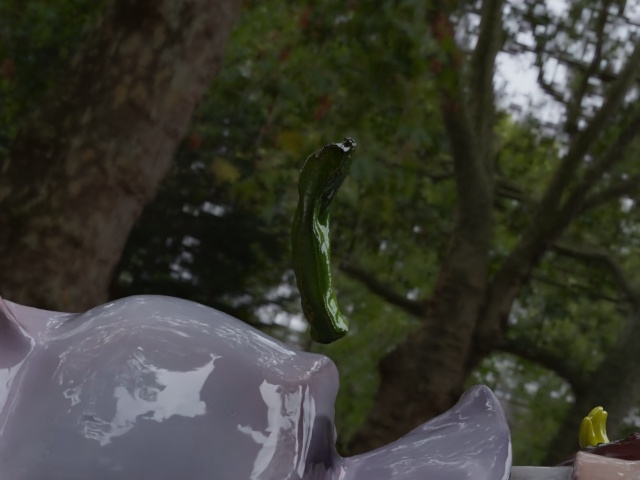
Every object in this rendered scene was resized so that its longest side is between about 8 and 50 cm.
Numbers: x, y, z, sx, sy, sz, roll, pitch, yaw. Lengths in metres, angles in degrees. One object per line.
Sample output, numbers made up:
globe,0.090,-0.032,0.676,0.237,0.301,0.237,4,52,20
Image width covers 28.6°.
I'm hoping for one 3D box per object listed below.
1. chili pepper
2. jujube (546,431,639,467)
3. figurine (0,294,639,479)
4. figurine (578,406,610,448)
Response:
chili pepper,0.000,0.000,1.158,0.050,0.201,0.052,20,29,40
jujube,0.241,0.270,0.709,0.258,0.258,0.376,5,-36,45
figurine,-0.009,0.099,0.452,0.276,0.200,0.133,14,-56,1
figurine,0.246,0.236,1.086,0.129,0.178,0.109,45,-47,5
